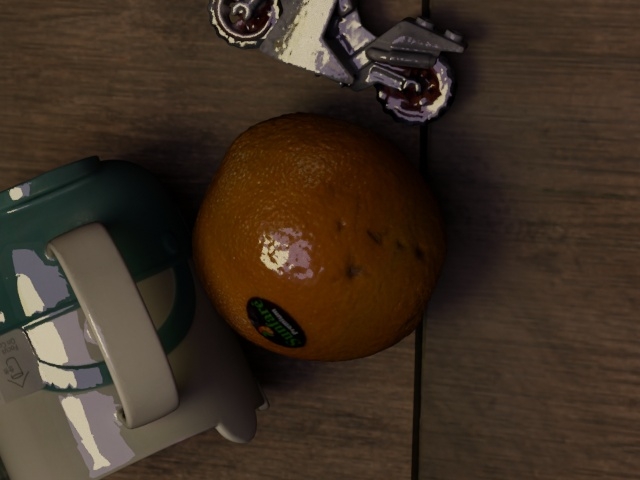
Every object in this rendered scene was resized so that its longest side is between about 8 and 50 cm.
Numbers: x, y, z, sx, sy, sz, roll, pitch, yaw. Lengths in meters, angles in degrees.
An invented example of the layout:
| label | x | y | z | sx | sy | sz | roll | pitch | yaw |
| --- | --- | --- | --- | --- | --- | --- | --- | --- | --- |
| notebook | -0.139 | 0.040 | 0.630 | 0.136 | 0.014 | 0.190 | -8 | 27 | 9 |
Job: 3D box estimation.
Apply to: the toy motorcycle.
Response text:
| label | x | y | z | sx | sy | sz | roll | pitch | yaw |
| --- | --- | --- | --- | --- | --- | --- | --- | --- | --- |
| toy motorcycle | 0.020 | -0.180 | 1.359 | 0.215 | 0.080 | 0.122 | 25 | 109 | 5 |

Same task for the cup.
| label | x | y | z | sx | sy | sz | roll | pitch | yaw |
| --- | --- | --- | --- | --- | --- | --- | --- | --- | --- |
| cup | -0.180 | 0.071 | 1.362 | 0.219 | 0.290 | 0.257 | -24 | 93 | -15 |

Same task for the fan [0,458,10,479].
| label | x | y | z | sx | sy | sz | roll | pitch | yaw |
| --- | --- | --- | --- | --- | --- | --- | --- | --- | --- |
| fan | -0.391 | 0.127 | 1.573 | 0.294 | 0.012 | 0.223 | 14 | 104 | 13 |

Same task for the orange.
| label | x | y | z | sx | sy | sz | roll | pitch | yaw |
| --- | --- | --- | --- | --- | --- | --- | --- | --- | --- |
| orange | 0.000 | 0.000 | 1.339 | 0.206 | 0.206 | 0.206 | 3 | 102 | 16 |
